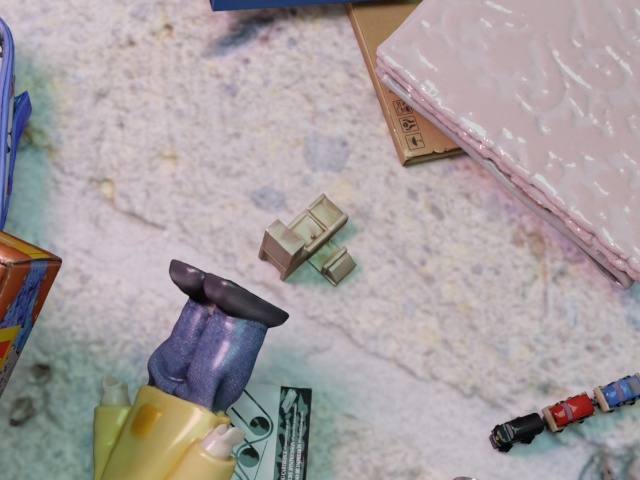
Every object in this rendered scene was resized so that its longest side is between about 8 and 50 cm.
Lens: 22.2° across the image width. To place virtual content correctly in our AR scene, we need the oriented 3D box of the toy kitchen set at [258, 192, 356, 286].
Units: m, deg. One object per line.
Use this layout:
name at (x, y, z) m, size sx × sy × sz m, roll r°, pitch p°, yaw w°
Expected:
toy kitchen set at (0.000, 0.000, 1.450) m, size 0.068 × 0.075 × 0.083 m, roll 44°, pitch 71°, yaw 9°

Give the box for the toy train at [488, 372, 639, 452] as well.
toy train at (0.223, 0.150, 1.446) m, size 0.158 × 0.036 × 0.027 m, roll -18°, pitch 71°, yaw -17°

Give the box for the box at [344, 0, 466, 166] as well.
box at (0.125, -0.178, 1.580) m, size 0.164 × 0.021 × 0.201 m, roll -12°, pitch 69°, yaw -15°

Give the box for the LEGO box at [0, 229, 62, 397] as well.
LEGO box at (-0.504, 0.077, 1.194) m, size 0.500 × 0.193 × 0.372 m, roll 25°, pitch 90°, yaw 1°

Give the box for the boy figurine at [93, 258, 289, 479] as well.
boy figurine at (-0.136, 0.160, 1.323) m, size 0.177 × 0.092 × 0.285 m, roll 24°, pitch 85°, yaw 47°

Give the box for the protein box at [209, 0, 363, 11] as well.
protein box at (-0.008, -0.334, 1.513) m, size 0.201 × 0.199 × 0.136 m, roll -6°, pitch 53°, yaw -13°

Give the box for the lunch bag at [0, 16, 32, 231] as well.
lunch bag at (-0.375, -0.079, 1.402) m, size 0.243 × 0.115 × 0.303 m, roll 5°, pitch 67°, yaw -10°

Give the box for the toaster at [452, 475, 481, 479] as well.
toaster at (0.123, 0.288, 1.301) m, size 0.110 × 0.185 × 0.168 m, roll 23°, pitch 73°, yaw 3°

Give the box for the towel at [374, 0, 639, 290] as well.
towel at (0.257, -0.156, 1.560) m, size 0.332 × 0.053 × 0.317 m, roll 41°, pitch 60°, yaw 5°

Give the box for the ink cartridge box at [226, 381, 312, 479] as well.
ink cartridge box at (-0.062, 0.221, 1.360) m, size 0.097 × 0.046 × 0.207 m, roll 7°, pitch 66°, yaw -5°
